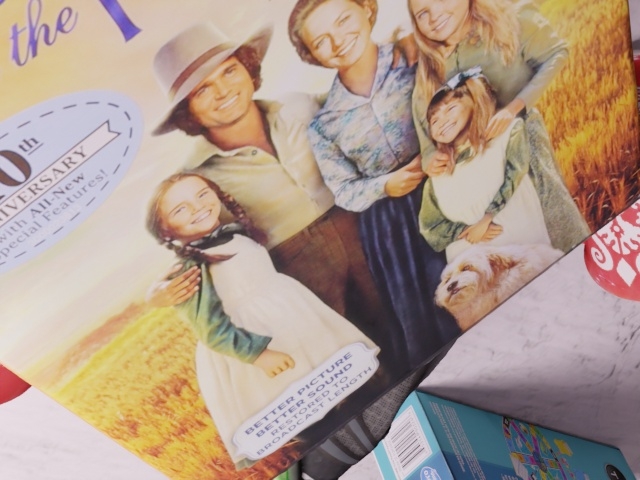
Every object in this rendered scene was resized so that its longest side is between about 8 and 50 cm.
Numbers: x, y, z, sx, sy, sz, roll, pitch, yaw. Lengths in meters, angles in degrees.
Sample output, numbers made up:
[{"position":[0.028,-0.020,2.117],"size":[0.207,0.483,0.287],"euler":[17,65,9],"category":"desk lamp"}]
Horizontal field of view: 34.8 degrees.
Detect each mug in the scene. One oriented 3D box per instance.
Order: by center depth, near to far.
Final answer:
[{"position":[0.226,-0.041,0.767],"size":[0.150,0.113,0.169],"euler":[-26,133,1],"category":"mug"}]

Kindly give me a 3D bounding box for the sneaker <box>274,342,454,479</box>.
[{"position":[0.000,0.000,0.697],"size":[0.202,0.185,0.483],"euler":[-22,143,-29],"category":"sneaker"}]

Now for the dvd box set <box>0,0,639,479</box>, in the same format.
[{"position":[-0.013,-0.057,0.413],"size":[0.307,0.062,0.420],"euler":[-37,145,-4],"category":"dvd box set"}]

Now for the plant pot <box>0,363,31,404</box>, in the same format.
[{"position":[-0.186,-0.031,0.548],"size":[0.191,0.191,0.174],"euler":[27,114,-39],"category":"plant pot"}]

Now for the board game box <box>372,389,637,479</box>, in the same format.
[{"position":[0.225,0.297,0.986],"size":[0.336,0.254,0.079],"euler":[22,122,-36],"category":"board game box"}]
